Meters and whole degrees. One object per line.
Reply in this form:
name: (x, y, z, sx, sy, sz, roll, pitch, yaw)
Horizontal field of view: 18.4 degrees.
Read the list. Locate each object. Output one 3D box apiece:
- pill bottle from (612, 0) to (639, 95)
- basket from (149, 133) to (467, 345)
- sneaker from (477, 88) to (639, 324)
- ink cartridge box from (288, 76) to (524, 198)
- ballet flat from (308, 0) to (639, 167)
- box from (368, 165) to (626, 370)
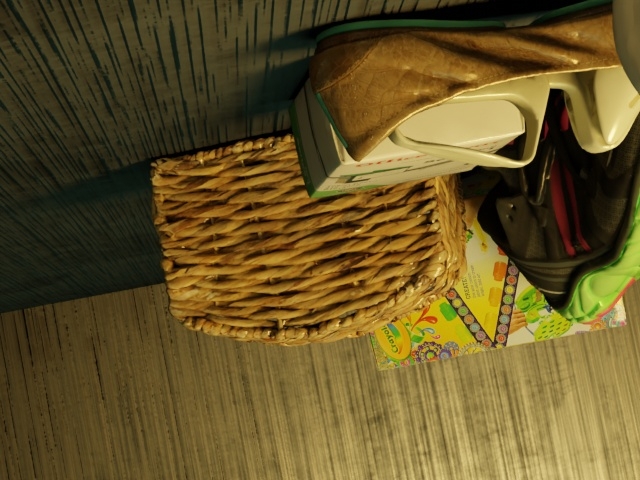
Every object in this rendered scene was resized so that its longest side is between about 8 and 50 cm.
pill bottle: (0.315, -0.141, 1.333, 0.169, 0.169, 0.301, -13, 175, 23)
basket: (0.000, 0.000, 2.041, 0.299, 0.213, 0.223, -11, 175, 10)
sneaker: (0.250, -0.070, 1.848, 0.185, 0.202, 0.483, -53, 174, -27)
ink cartridge box: (0.068, -0.104, 1.674, 0.160, 0.093, 0.219, -11, 176, -7)
ballet flat: (0.161, -0.120, 1.501, 0.342, 0.124, 0.116, -10, 176, -15)
box: (0.192, -0.003, 2.237, 0.279, 0.177, 0.290, -11, -166, 11)
